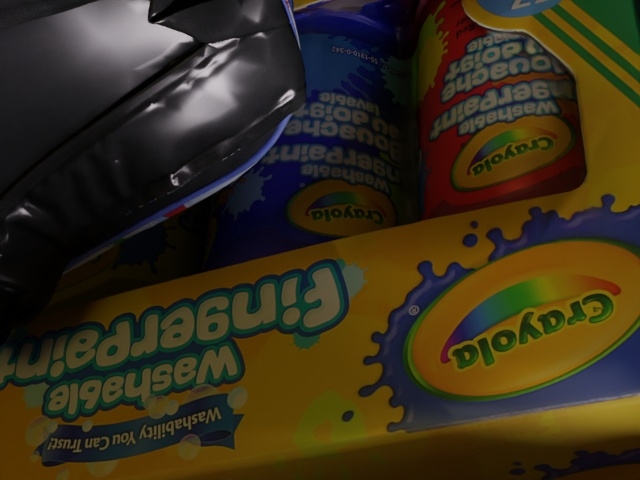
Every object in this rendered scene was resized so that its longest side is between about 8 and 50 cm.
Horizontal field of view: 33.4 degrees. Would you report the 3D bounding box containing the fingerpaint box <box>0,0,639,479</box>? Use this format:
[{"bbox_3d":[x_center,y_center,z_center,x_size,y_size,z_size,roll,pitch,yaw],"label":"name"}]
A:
[{"bbox_3d":[0.000,0.000,0.678,0.445,0.163,0.371,-13,52,23],"label":"fingerpaint box"}]

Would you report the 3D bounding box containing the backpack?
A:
[{"bbox_3d":[-0.144,-0.116,0.582,0.264,0.276,0.213,-18,37,15],"label":"backpack"}]
